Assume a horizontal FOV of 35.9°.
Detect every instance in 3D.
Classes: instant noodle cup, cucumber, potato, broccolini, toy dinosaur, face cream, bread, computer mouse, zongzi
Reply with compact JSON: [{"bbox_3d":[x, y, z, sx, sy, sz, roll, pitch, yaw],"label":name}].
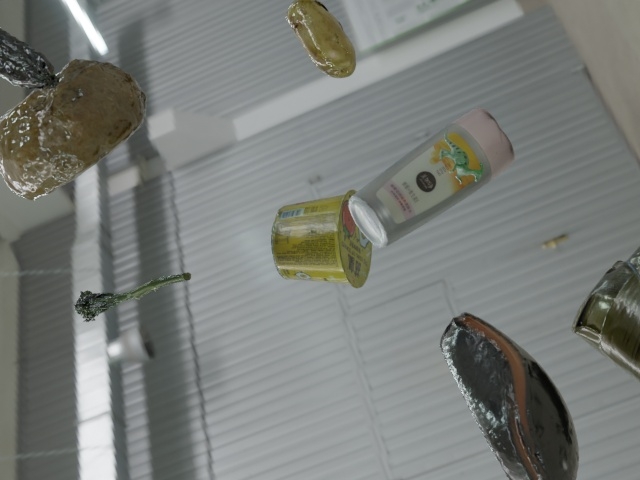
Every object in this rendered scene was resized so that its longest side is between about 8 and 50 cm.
[{"bbox_3d":[0.000,0.000,1.811,0.182,0.144,0.182,-2,-90,-68],"label":"instant noodle cup"},{"bbox_3d":[-0.353,-0.208,1.098,0.181,0.053,0.053,33,171,27],"label":"cucumber"},{"bbox_3d":[0.002,-0.361,1.748,0.107,0.080,0.170,12,-135,-60],"label":"potato"},{"bbox_3d":[-0.281,0.084,1.475,0.044,0.218,0.042,42,-136,-47],"label":"broccolini"},{"bbox_3d":[0.193,-0.114,1.338,0.021,0.062,0.083,97,-174,-63],"label":"toy dinosaur"},{"bbox_3d":[0.167,-0.094,1.464,0.107,0.269,0.073,58,155,-4],"label":"face cream"},{"bbox_3d":[-0.341,-0.155,1.316,0.123,0.230,0.230,53,-167,-19],"label":"bread"},{"bbox_3d":[0.265,0.220,1.347,0.183,0.116,0.323,59,-175,-37],"label":"computer mouse"},{"bbox_3d":[0.548,0.086,1.424,0.138,0.300,0.286,33,-174,-48],"label":"zongzi"}]
